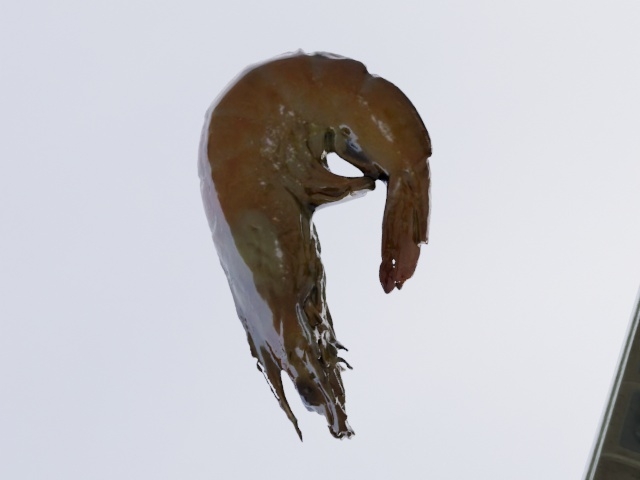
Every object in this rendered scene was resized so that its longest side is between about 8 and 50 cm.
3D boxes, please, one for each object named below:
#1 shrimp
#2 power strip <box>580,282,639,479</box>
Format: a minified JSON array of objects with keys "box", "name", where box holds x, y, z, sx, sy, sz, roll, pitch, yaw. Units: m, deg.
[{"box":[0.000,0.000,1.209,0.150,0.068,0.248,-8,-98,14],"name":"shrimp"},{"box":[0.237,0.107,1.344,0.078,0.052,0.272,19,-125,7],"name":"power strip"}]
